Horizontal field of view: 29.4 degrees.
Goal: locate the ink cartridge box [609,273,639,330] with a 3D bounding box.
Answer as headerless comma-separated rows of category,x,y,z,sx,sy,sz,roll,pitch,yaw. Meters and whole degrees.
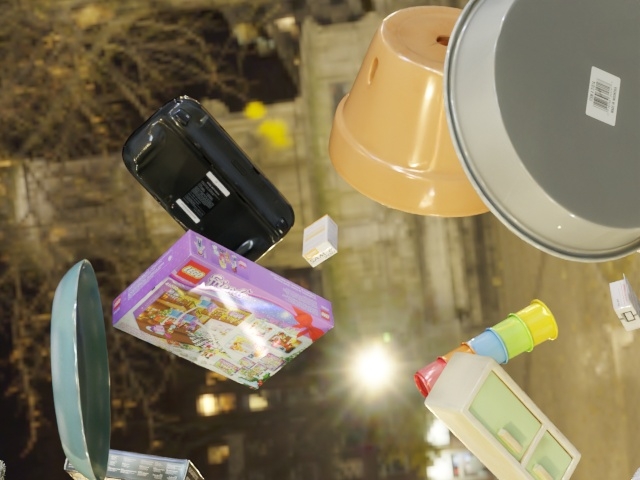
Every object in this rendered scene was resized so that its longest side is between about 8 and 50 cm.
ink cartridge box,0.447,0.091,1.790,0.083,0.028,0.048,50,-150,-45

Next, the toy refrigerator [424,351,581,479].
toy refrigerator,0.291,0.296,1.902,0.269,0.094,0.102,47,-114,-29

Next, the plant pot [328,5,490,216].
plant pot,0.165,-0.199,1.732,0.291,0.290,0.203,-88,4,-53

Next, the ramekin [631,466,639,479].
ramekin,0.669,0.502,2.204,0.127,0.273,0.273,-27,61,50

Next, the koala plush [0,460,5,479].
koala plush,-0.423,0.333,1.315,0.203,0.221,0.196,37,-145,-30

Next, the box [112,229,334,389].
box,-0.152,0.116,1.933,0.293,0.201,0.057,29,-145,-33

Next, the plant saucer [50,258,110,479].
plant saucer,-0.340,0.186,1.731,0.317,0.043,0.318,176,90,-86

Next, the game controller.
game controller,-0.188,-0.091,2.081,0.319,0.166,0.067,48,-171,-23

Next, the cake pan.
cake pan,0.251,-0.127,1.139,0.054,0.293,0.293,-23,69,62

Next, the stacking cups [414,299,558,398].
stacking cups,0.341,0.227,2.558,0.096,0.316,0.096,57,162,30

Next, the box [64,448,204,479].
box,-0.319,0.422,2.148,0.175,0.220,0.051,73,-154,-61

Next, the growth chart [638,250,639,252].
growth chart,0.469,-0.114,1.804,0.237,0.172,0.021,56,-166,-4

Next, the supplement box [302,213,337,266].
supplement box,0.000,0.000,2.409,0.036,0.062,0.098,47,-157,-25
